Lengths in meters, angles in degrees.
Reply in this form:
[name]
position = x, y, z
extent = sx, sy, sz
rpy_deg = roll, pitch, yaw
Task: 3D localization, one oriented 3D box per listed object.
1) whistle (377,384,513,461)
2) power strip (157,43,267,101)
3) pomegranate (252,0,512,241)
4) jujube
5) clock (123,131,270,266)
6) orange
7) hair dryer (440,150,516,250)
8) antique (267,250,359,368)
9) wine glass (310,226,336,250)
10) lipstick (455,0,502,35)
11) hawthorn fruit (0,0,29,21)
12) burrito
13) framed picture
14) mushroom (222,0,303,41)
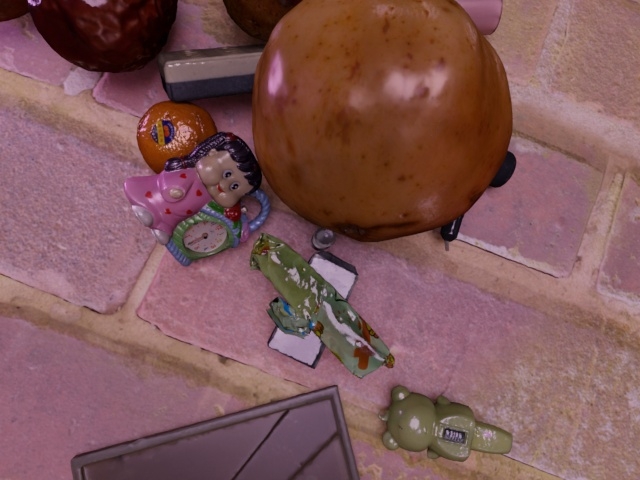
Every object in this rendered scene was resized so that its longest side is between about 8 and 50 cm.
[whistle]
position = 0.207, 0.312, 0.758
extent = 0.228, 0.085, 0.105
rpy_deg = 13, 81, -2
[power strip]
position = -0.140, -0.295, 0.779
extent = 0.257, 0.105, 0.069
rpy_deg = -13, 124, -20
[pomegranate]
position = 0.085, -0.206, 0.683
extent = 0.411, 0.410, 0.409
rpy_deg = 1, 82, -5
[jujube]
position = -0.337, -0.382, 0.736
extent = 0.213, 0.213, 0.232
rpy_deg = 19, 57, -2
[clock]
position = -0.178, -0.065, 0.732
extent = 0.196, 0.194, 0.100
rpy_deg = -30, 45, -1
[orange]
position = -0.237, -0.168, 0.772
extent = 0.136, 0.117, 0.135
rpy_deg = -2, 82, 12
[hair dryer]
position = 0.263, -0.081, 0.818
extent = 0.125, 0.071, 0.218
rpy_deg = 22, 79, -9
[antique]
position = -0.011, 0.110, 0.766
extent = 0.086, 0.088, 0.182
rpy_deg = 27, 81, -2
[wine glass]
position = 0.000, 0.000, 0.785
extent = 0.039, 0.083, 0.042
rpy_deg = 35, 78, -4
[lipstick]
position = 0.169, -0.427, 0.859
extent = 0.327, 0.087, 0.087
rpy_deg = -6, 82, -6
[hawthorn fruit]
position = -0.541, -0.513, 0.720
extent = 0.295, 0.295, 0.311
rpy_deg = 43, 46, 2
[burrito]
position = -0.014, 0.111, 0.696
extent = 0.104, 0.054, 0.288
rpy_deg = -43, 89, -8
[framed picture]
position = -0.146, 0.450, 0.735
extent = 0.447, 0.028, 0.325
rpy_deg = -12, 83, -7
[mushroom]
position = -0.043, -0.476, 0.745
extent = 0.268, 0.267, 0.254
rpy_deg = 17, 40, -3
